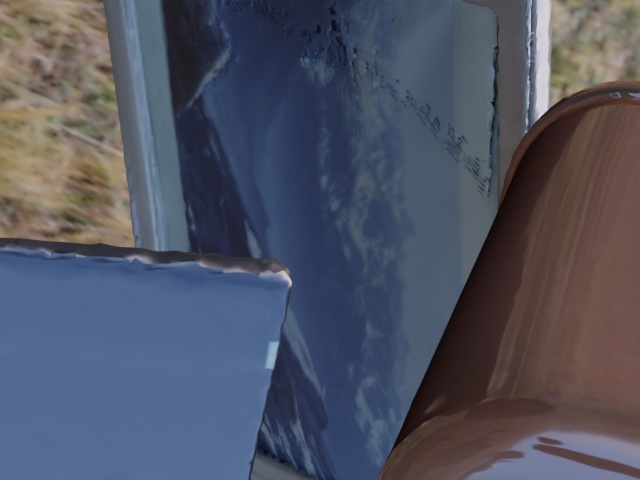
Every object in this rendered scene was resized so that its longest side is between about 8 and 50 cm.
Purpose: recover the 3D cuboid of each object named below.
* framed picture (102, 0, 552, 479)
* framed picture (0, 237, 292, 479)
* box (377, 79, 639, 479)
[{"bbox_3d":[0.000,0.000,0.825,0.022,0.247,0.335,-36,135,-40],"label":"framed picture"},{"bbox_3d":[-0.185,0.086,0.424,0.323,0.013,0.244,5,128,-11],"label":"framed picture"},{"bbox_3d":[0.129,0.159,0.567,0.229,0.239,0.339,-54,157,-60],"label":"box"}]
